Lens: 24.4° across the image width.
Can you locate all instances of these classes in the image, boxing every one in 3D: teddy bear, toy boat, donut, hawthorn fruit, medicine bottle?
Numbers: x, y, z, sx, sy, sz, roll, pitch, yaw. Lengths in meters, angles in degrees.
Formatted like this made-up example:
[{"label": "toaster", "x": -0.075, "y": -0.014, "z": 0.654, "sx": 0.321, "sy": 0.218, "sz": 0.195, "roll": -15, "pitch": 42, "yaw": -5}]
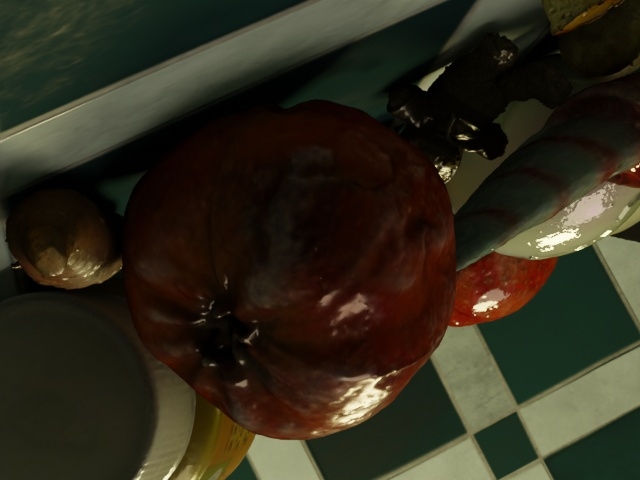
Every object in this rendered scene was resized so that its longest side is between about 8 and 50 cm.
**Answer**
[{"label": "teddy bear", "x": 0.119, "y": -0.114, "z": 1.222, "sx": 0.119, "sy": 0.078, "sz": 0.160, "roll": 26, "pitch": 127, "yaw": -29}, {"label": "toy boat", "x": 0.178, "y": -0.041, "z": 1.178, "sx": 0.282, "sy": 0.096, "sz": 0.206, "roll": -35, "pitch": -161, "yaw": -25}, {"label": "donut", "x": 0.208, "y": -0.195, "z": 1.111, "sx": 0.067, "sy": 0.038, "sz": 0.083, "roll": -20, "pitch": 166, "yaw": -31}, {"label": "hawthorn fruit", "x": 0.171, "y": 0.011, "z": 1.800, "sx": 0.253, "sy": 0.205, "sz": 0.205, "roll": -32, "pitch": 177, "yaw": -36}, {"label": "hawthorn fruit", "x": 0.000, "y": 0.000, "z": 1.052, "sx": 0.242, "sy": 0.242, "sz": 0.271, "roll": -34, "pitch": -175, "yaw": 45}, {"label": "medicine bottle", "x": -0.187, "y": 0.143, "z": 1.320, "sx": 0.224, "sy": 0.224, "sz": 0.384, "roll": -28, "pitch": 173, "yaw": 5}]

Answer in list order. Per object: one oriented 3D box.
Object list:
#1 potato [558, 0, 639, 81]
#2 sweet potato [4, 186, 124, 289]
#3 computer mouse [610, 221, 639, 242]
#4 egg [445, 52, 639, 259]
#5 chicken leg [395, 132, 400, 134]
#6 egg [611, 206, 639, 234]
[{"label": "potato", "x": 0.244, "y": -0.175, "z": 1.247, "sx": 0.091, "sy": 0.070, "sz": 0.138, "roll": -35, "pitch": 174, "yaw": 9}, {"label": "sweet potato", "x": -0.173, "y": 0.004, "z": 1.026, "sx": 0.072, "sy": 0.066, "sz": 0.314, "roll": -20, "pitch": 176, "yaw": -1}, {"label": "computer mouse", "x": 0.399, "y": -0.082, "z": 1.792, "sx": 0.183, "sy": 0.116, "sz": 0.323, "roll": -34, "pitch": -155, "yaw": -25}, {"label": "egg", "x": 0.226, "y": -0.087, "z": 1.387, "sx": 0.183, "sy": 0.183, "sz": 0.217, "roll": -19, "pitch": 158, "yaw": -50}, {"label": "chicken leg", "x": 0.053, "y": -0.047, "z": 1.425, "sx": 0.101, "sy": 0.085, "sz": 0.207, "roll": -61, "pitch": -176, "yaw": -7}, {"label": "egg", "x": 0.302, "y": -0.101, "z": 1.604, "sx": 0.264, "sy": 0.174, "sz": 0.286, "roll": -30, "pitch": 170, "yaw": -8}]
